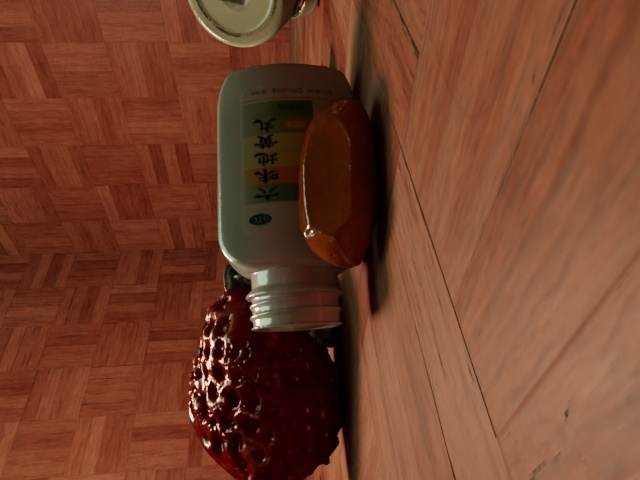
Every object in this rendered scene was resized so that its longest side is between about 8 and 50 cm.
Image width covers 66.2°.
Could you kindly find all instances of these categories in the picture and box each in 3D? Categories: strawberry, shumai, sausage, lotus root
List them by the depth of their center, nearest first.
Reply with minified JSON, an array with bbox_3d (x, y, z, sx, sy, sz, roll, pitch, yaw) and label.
[{"bbox_3d":[0.019,-0.061,0.518,0.089,0.089,0.180,131,139,-83],"label":"sausage"},{"bbox_3d":[-0.116,0.242,0.868,0.318,0.295,0.345,-94,-14,-51],"label":"strawberry"},{"bbox_3d":[-0.007,0.128,0.922,0.139,0.105,0.123,-57,-30,-52],"label":"shumai"},{"bbox_3d":[-0.011,0.265,1.192,0.054,0.049,0.099,75,-170,-73],"label":"lotus root"}]

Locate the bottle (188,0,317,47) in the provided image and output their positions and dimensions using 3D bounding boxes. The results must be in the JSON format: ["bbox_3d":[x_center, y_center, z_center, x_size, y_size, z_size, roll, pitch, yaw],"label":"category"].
[{"bbox_3d":[-0.110,-0.558,1.029,0.352,0.229,0.229,-67,-17,-50],"label":"bottle"}]

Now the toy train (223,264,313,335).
[{"bbox_3d":[-0.097,0.075,1.112,0.249,0.173,0.307,-96,-18,-46],"label":"toy train"}]

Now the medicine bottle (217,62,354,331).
[{"bbox_3d":[-0.037,-0.051,0.620,0.124,0.179,0.325,109,159,-77],"label":"medicine bottle"}]

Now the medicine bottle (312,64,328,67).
[{"bbox_3d":[-0.015,-0.228,0.930,0.183,0.069,0.119,96,170,-50],"label":"medicine bottle"}]
